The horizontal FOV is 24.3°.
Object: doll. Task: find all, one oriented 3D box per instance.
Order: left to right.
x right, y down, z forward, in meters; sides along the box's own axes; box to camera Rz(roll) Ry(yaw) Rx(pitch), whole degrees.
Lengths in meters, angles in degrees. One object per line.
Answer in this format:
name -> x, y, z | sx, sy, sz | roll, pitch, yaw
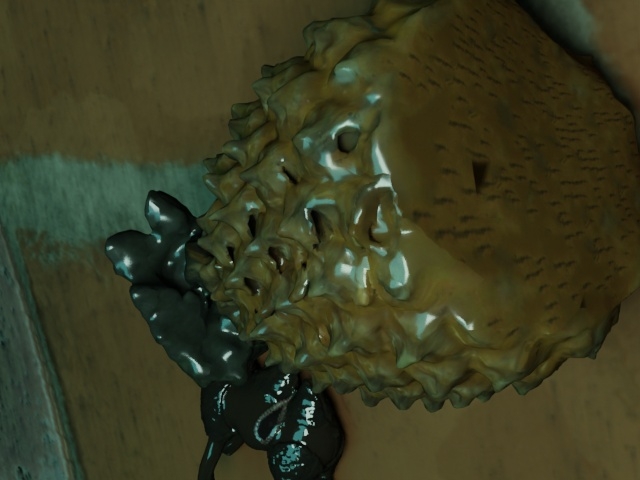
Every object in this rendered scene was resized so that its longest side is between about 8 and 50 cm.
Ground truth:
doll -> -0.039, 0.119, 1.051 | 0.139, 0.057, 0.165 | 27, 122, 36

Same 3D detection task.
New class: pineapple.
pineapple -> 0.000, 0.002, 0.843 | 0.357, 0.223, 0.223 | -20, 96, 52
